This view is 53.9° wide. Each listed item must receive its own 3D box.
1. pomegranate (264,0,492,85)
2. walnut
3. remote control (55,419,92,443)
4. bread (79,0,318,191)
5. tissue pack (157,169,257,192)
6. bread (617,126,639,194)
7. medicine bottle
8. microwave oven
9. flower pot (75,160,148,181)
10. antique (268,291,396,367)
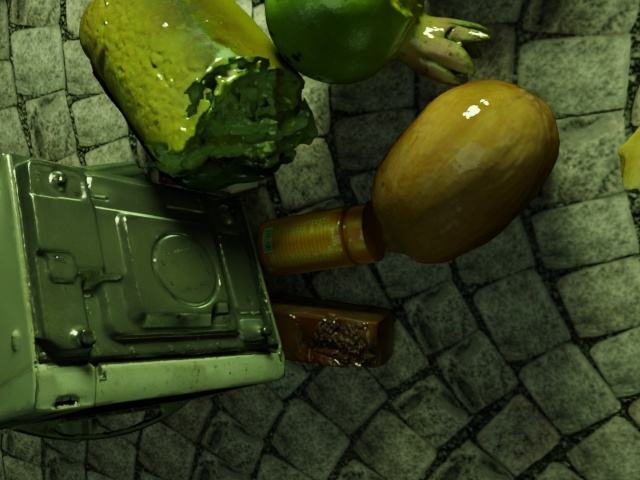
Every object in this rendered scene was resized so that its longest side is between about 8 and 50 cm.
[{"bbox_3d":[0.073,-0.299,0.832,0.301,0.236,0.236,31,115,-5],"label":"pomegranate"},{"bbox_3d":[0.174,-0.084,0.840,0.203,0.203,0.298,51,123,7],"label":"walnut"},{"bbox_3d":[-0.570,0.276,1.368,0.127,0.065,0.336,5,104,28],"label":"remote control"},{"bbox_3d":[-0.199,-0.252,0.928,0.251,0.208,0.377,-37,61,1],"label":"bread"},{"bbox_3d":[-0.190,-0.142,1.061,0.148,0.099,0.106,8,104,25],"label":"tissue pack"},{"bbox_3d":[0.494,-0.115,0.672,0.252,0.238,0.196,-60,37,29],"label":"bread"},{"bbox_3d":[0.000,0.000,1.001,0.191,0.096,0.096,-10,97,28],"label":"medicine bottle"},{"bbox_3d":[-0.272,0.086,0.883,0.247,0.394,0.333,-28,69,33],"label":"microwave oven"},{"bbox_3d":[-0.428,-0.031,1.156,0.209,0.189,0.239,29,115,18],"label":"flower pot"},{"bbox_3d":[-0.033,0.145,1.054,0.309,0.093,0.088,6,104,25],"label":"antique"}]
